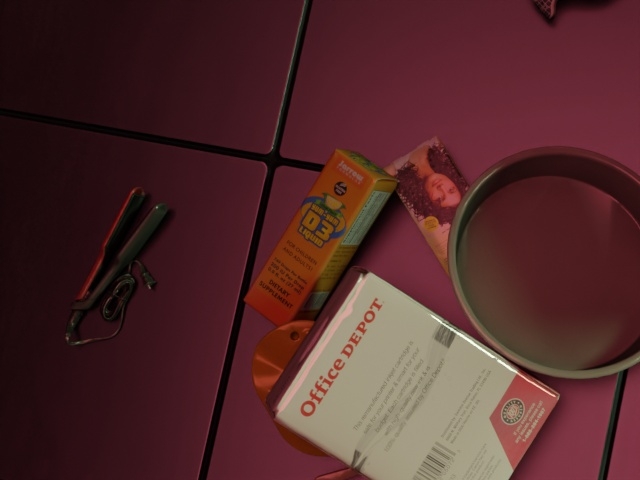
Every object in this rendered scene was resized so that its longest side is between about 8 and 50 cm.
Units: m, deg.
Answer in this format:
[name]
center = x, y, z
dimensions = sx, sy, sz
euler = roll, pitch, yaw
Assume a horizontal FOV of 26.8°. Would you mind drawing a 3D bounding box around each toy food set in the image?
[toy food set]
center = -0.001, 0.196, 1.689
dimensions = 0.128, 0.071, 0.218
euler = -28, 97, 2

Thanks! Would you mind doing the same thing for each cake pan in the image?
[cake pan]
center = 0.294, 0.030, 1.628
dimensions = 0.293, 0.054, 0.293
euler = 2, 71, -5

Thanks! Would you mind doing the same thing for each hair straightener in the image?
[hair straightener]
center = -0.269, 0.046, 1.799
dimensions = 0.089, 0.047, 0.230
euler = 31, 89, 16

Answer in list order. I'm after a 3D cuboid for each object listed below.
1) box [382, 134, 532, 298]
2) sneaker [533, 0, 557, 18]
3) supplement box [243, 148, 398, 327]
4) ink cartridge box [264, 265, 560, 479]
[box]
center = 0.174, -0.013, 1.702
dimensions = 0.087, 0.058, 0.232
euler = -33, 76, 6
[sneaker]
center = 0.371, -0.369, 1.704
dimensions = 0.235, 0.090, 0.095
euler = -24, 86, 18
[supplement box]
center = 0.000, 0.000, 1.703
dimensions = 0.078, 0.080, 0.233
euler = 36, 102, 22
[ink cartridge box]
center = 0.105, 0.187, 1.601
dimensions = 0.283, 0.117, 0.207
euler = 33, 89, -9
